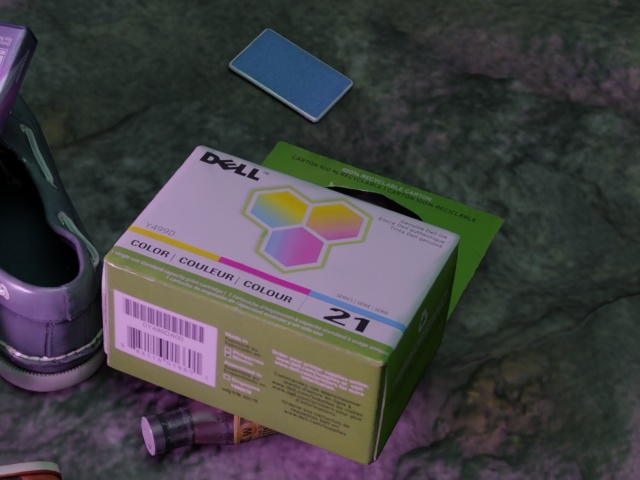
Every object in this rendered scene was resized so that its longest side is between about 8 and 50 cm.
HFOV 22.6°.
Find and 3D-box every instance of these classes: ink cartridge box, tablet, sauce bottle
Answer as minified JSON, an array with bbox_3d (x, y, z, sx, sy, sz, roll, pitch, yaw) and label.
[{"bbox_3d":[0.000,0.000,1.046,0.189,0.097,0.255,19,44,15],"label":"ink cartridge box"},{"bbox_3d":[-0.022,-0.126,1.220,0.083,0.006,0.054,34,55,12],"label":"tablet"},{"bbox_3d":[-0.050,0.109,1.024,0.128,0.042,0.042,-16,59,-19],"label":"sauce bottle"}]

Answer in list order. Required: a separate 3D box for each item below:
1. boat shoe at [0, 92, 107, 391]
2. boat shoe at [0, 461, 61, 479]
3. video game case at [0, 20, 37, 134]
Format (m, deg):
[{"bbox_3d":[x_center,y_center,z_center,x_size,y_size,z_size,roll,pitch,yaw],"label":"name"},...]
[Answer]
[{"bbox_3d":[-0.225,-0.052,1.067,0.116,0.099,0.319,-19,60,-21],"label":"boat shoe"},{"bbox_3d":[-0.215,0.164,0.948,0.137,0.049,0.043,-7,58,-21],"label":"boat shoe"},{"bbox_3d":[-0.312,-0.028,1.002,0.196,0.026,0.274,11,68,16],"label":"video game case"}]
